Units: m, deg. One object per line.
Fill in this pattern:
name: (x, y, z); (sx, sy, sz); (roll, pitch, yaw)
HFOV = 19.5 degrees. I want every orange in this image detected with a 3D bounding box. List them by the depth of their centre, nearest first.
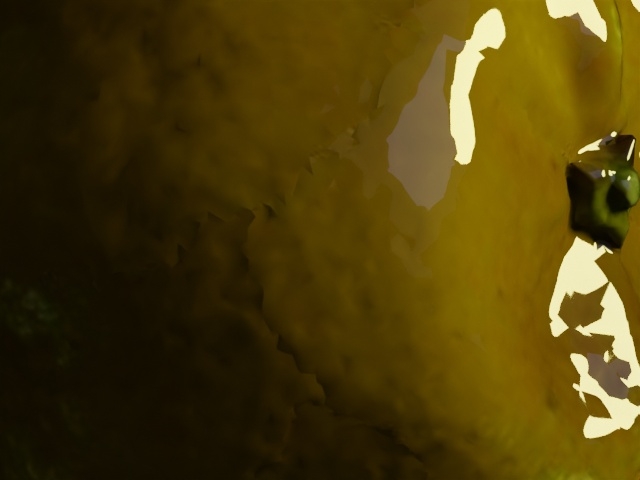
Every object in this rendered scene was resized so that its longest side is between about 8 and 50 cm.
orange: (0.000, 0.000, 0.533); (0.279, 0.235, 0.279); (18, 61, -35)
